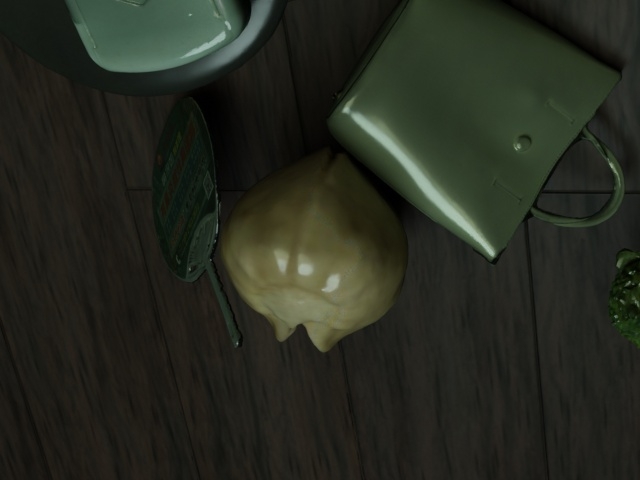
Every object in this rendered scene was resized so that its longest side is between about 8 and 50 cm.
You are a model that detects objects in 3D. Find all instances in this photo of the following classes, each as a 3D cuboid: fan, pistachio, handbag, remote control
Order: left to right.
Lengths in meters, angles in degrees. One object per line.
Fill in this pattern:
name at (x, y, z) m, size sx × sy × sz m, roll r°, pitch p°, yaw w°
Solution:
remote control at (-0.150, -0.262, 0.898) m, size 0.140 × 0.056 × 0.296 m, roll -10°, pitch 116°, yaw 25°
fan at (-0.138, -0.042, 1.435) m, size 0.012 × 0.294 × 0.223 m, roll -4°, pitch 115°, yaw -27°
pistachio at (0.000, 0.000, 1.355) m, size 0.193 × 0.318 × 0.214 m, roll 13°, pitch 103°, yaw 5°
handbag at (0.180, -0.117, 1.301) m, size 0.315 × 0.109 × 0.241 m, roll 34°, pitch 92°, yaw -1°

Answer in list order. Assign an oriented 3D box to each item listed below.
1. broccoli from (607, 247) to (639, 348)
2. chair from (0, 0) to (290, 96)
broccoli at (0.428, 0.039, 1.316) m, size 0.254 × 0.186 × 0.302 m, roll -37°, pitch 74°, yaw 14°
chair at (-0.102, -0.345, 1.116) m, size 0.362 × 0.410 × 0.365 m, roll -6°, pitch 117°, yaw 23°
